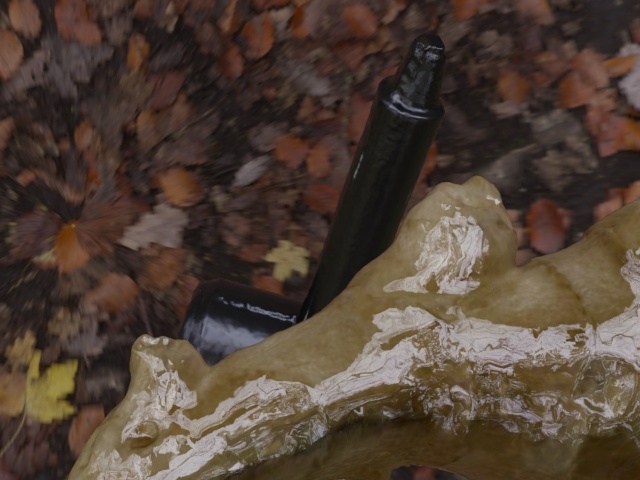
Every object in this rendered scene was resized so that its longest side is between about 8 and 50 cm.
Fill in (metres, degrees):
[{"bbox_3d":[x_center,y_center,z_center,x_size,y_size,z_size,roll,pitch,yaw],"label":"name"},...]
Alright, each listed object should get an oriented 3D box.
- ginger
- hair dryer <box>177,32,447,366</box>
[{"bbox_3d":[0.067,0.045,0.580,0.334,0.081,0.148,-13,110,-13],"label":"ginger"},{"bbox_3d":[0.002,0.001,0.819,0.114,0.070,0.248,16,129,-4],"label":"hair dryer"}]
